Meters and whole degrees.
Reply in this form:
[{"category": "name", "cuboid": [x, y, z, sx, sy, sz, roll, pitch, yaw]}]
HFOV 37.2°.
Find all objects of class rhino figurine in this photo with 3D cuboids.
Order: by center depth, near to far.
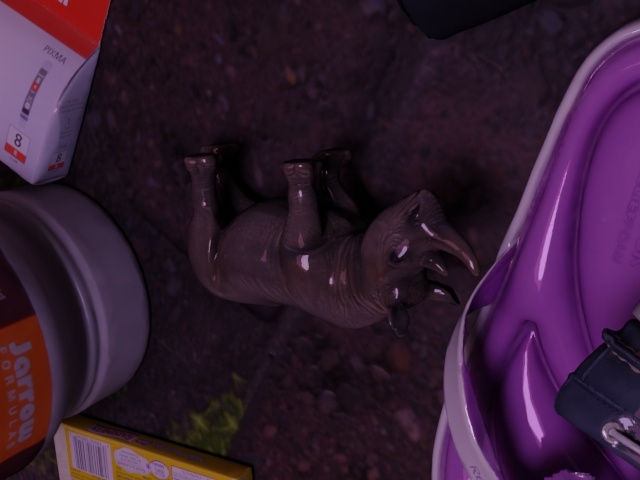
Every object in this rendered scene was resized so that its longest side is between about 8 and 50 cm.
[{"category": "rhino figurine", "cuboid": [0.000, 0.000, 0.573, 0.243, 0.073, 0.106, 9, 110, 45]}]

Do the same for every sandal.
[{"category": "sandal", "cuboid": [0.133, 0.087, 0.507, 0.169, 0.102, 0.416, 17, 112, 30]}]

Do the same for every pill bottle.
[{"category": "pill bottle", "cuboid": [-0.317, 0.093, 0.640, 0.224, 0.392, 0.224, 12, 112, 32]}]

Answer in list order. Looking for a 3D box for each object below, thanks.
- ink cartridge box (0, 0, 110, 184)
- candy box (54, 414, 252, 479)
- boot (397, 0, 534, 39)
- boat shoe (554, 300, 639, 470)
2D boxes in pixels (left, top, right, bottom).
[{"category": "ink cartridge box", "cuboid": [-0.235, -0.153, 0.724, 0.145, 0.045, 0.179, 35, 124, 20]}, {"category": "candy box", "cuboid": [-0.140, 0.213, 0.785, 0.206, 0.027, 0.105, 8, 112, 33]}, {"category": "boot", "cuboid": [0.129, -0.120, 0.412, 0.207, 0.094, 0.246, -14, 65, 37]}, {"category": "boat shoe", "cuboid": [0.213, 0.129, 0.396, 0.254, 0.095, 0.079, 41, 101, 4]}]
